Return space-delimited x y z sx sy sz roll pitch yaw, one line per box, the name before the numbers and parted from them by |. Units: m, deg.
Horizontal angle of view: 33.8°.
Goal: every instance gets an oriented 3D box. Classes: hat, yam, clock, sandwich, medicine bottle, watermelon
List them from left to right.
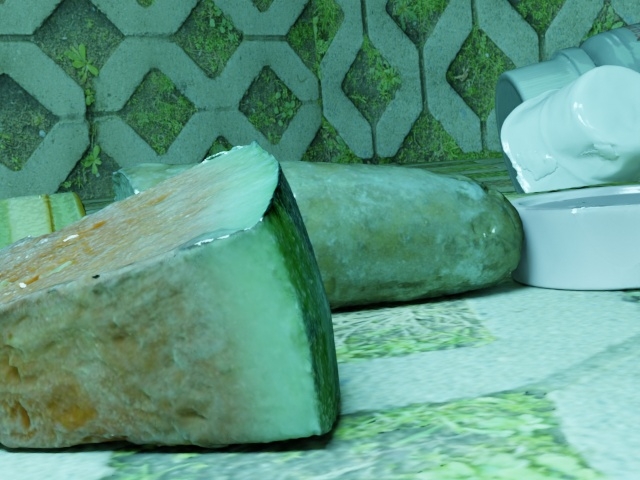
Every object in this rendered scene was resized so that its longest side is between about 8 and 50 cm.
sandwich | -0.276 0.056 1.029 0.117 0.144 0.187 -7 42 -16
watermelon | -0.123 0.045 0.574 0.257 0.139 0.193 -14 10 5
yam | 0.000 0.000 0.847 0.331 0.133 0.133 -1 6 -8
hat | 0.329 -0.126 1.235 0.203 0.203 0.126 -7 -23 -20
medicine bottle | 0.418 -0.170 1.461 0.307 0.245 0.245 -14 7 -4
clock | 0.260 -0.007 0.903 0.197 0.068 0.197 -6 7 1

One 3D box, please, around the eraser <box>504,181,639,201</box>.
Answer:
eraser | 0.284 -0.027 1.117 0.172 0.058 0.117 -8 7 -25
